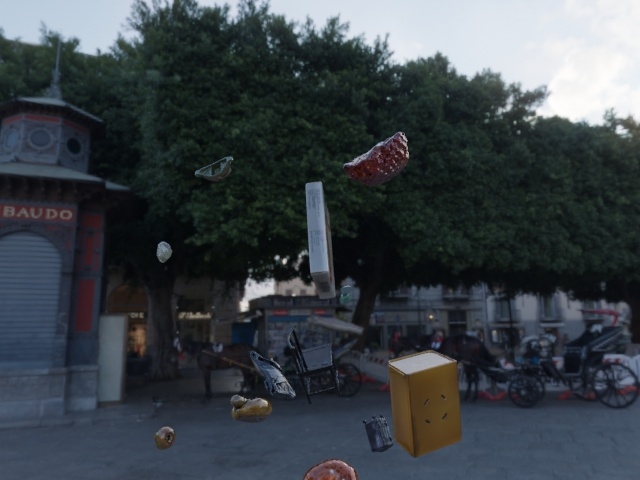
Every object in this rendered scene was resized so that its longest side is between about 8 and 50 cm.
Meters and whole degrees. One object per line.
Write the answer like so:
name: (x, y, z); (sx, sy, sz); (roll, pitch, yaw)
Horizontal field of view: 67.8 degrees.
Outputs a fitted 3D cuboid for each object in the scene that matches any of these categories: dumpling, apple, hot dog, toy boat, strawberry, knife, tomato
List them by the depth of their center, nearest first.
hot dog: (-0.190, 0.449, 1.271); (0.089, 0.060, 0.140); (-36, -36, 29)
dumpling: (-0.564, 0.040, 1.705); (0.057, 0.052, 0.076); (29, -27, 2)
apple: (-0.597, 0.756, 1.822); (0.071, 0.084, 0.084); (-14, -16, 29)
strawberry: (0.220, -0.286, 1.831); (0.265, 0.149, 0.336); (-25, 8, 30)
tomato: (0.049, 0.986, 1.845); (0.259, 0.260, 0.180); (-4, -25, 17)
toy boat: (-0.444, -0.302, 2.045); (0.185, 0.089, 0.071); (-21, -35, 15)
knife: (0.114, 0.232, 2.079); (0.063, 0.035, 0.260); (-28, -19, -8)

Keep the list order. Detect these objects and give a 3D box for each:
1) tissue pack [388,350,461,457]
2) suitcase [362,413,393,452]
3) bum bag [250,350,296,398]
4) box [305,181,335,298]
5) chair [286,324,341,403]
tissue pack: (0.338, 0.523, 1.557); (0.194, 0.275, 0.145); (-7, 8, -20)
suitcase: (0.218, 0.732, 1.804); (0.059, 0.126, 0.086); (7, -37, -34)
bum bag: (-0.184, 0.517, 1.836); (0.123, 0.060, 0.248); (29, 14, -44)
box: (0.000, 0.000, 1.662); (0.069, 0.353, 0.214); (-8, -30, 4)
chair: (-0.023, 0.449, 1.773); (0.141, 0.260, 0.154); (-15, 20, 5)
